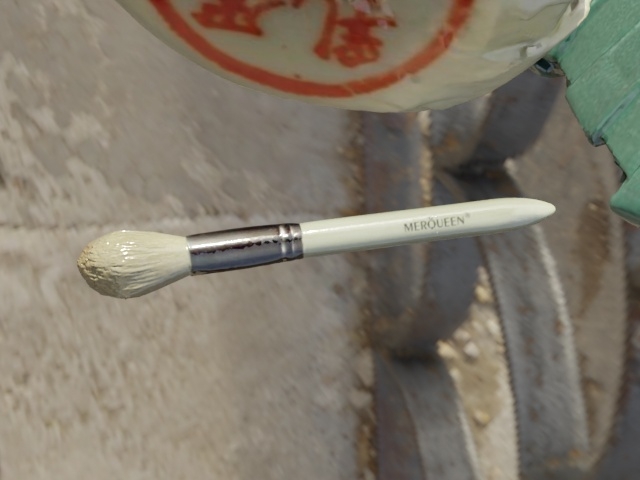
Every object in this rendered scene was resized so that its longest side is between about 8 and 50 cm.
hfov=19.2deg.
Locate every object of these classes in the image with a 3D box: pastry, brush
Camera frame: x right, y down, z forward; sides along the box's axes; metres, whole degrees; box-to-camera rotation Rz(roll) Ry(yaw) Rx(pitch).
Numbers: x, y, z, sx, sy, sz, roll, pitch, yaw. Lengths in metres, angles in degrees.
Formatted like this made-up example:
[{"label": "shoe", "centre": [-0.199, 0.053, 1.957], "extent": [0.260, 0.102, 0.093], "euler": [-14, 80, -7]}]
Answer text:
[{"label": "pastry", "centre": [0.002, -0.168, 0.792], "extent": [0.265, 0.133, 0.264], "euler": [13, 137, 12]}, {"label": "brush", "centre": [0.000, 0.000, 1.162], "extent": [0.299, 0.039, 0.042], "euler": [-7, 123, -11]}]

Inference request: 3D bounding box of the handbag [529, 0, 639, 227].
[{"label": "handbag", "centre": [0.219, -0.116, 0.900], "extent": [0.238, 0.326, 0.089], "euler": [-43, 121, 16]}]
